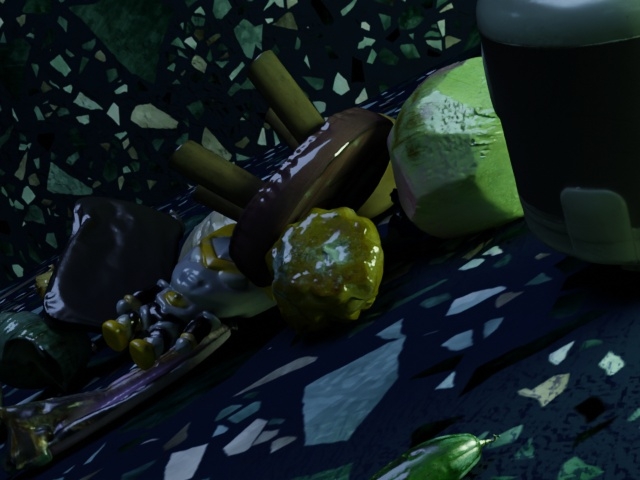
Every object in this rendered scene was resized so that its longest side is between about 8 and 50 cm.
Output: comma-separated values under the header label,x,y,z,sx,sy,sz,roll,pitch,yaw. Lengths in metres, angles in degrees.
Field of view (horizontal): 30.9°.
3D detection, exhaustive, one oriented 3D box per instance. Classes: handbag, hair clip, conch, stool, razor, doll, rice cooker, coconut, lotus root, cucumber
label,x,y,z,sx,sy,sz,roll,pitch,yaw
handbag,-0.330,0.042,1.881,0.332,0.191,0.075,-87,12,-52
hair clip,-0.252,0.189,1.503,0.358,0.095,0.110,-25,-27,-25
conch,-0.447,0.174,1.839,0.188,0.122,0.176,4,-20,24
stool,-0.049,-0.091,1.484,0.272,0.178,0.272,-46,-14,-15
razor,0.062,-0.007,1.620,0.324,0.093,0.056,-16,51,63
doll,-0.156,0.065,1.556,0.145,0.103,0.316,9,33,39
rice cooker,0.286,-0.132,0.991,0.288,0.277,0.288,-16,25,8
coconut,0.179,-0.111,1.395,0.204,0.236,0.236,9,-20,-43
lotus root,0.080,-0.124,1.862,0.131,0.146,0.303,-29,12,32
cucumber,0.052,0.175,0.803,0.168,0.039,0.039,-34,11,-15

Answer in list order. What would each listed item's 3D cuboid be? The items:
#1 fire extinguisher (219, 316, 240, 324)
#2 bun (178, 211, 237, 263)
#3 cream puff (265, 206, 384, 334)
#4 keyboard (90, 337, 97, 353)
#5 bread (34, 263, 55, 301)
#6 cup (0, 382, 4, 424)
label,x,y,z,sx,sy,sz,roll,pitch,yaw
fire extinguisher,-0.120,0.102,1.659,0.100,0.032,0.046,-23,-27,14
bun,-0.148,0.007,1.897,0.178,0.128,0.193,-39,12,-38
cream puff,0.009,0.042,1.351,0.146,0.146,0.116,-31,-30,-12
keyboard,-0.423,0.192,2.048,0.055,0.017,0.166,-36,12,-13
bread,-0.361,0.088,2.042,0.260,0.147,0.160,-17,15,-13
cup,-0.584,0.285,1.761,0.173,0.255,0.202,13,-5,-22
